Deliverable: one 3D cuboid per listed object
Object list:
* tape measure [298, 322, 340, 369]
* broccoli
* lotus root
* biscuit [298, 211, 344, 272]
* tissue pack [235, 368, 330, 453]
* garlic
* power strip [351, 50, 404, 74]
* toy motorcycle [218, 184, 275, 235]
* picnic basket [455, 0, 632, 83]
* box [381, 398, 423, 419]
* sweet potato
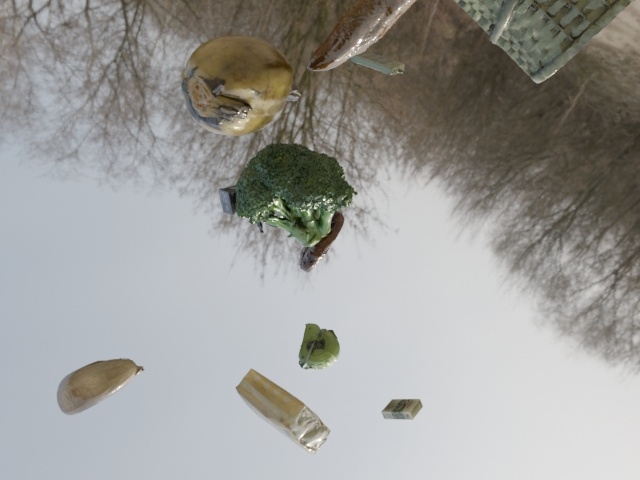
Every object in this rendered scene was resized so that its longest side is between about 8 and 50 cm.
[{"bbox_3d":[-0.005,0.391,1.845,0.153,0.088,0.178,0,-129,21],"label":"tape measure"},{"bbox_3d":[-0.062,-0.107,1.156,0.269,0.242,0.261,-35,-146,-16],"label":"broccoli"},{"bbox_3d":[-0.138,-0.306,1.002,0.182,0.183,0.310,38,-146,17],"label":"lotus root"},{"bbox_3d":[0.000,0.000,1.380,0.049,0.192,0.192,32,-155,-12],"label":"biscuit"},{"bbox_3d":[-0.096,0.440,1.308,0.222,0.090,0.186,17,150,42],"label":"tissue pack"},{"bbox_3d":[-0.490,0.311,1.094,0.087,0.195,0.101,59,176,12],"label":"garlic"},{"bbox_3d":[0.200,-0.613,1.749,0.226,0.029,0.079,33,-137,33],"label":"power strip"},{"bbox_3d":[-0.159,-0.114,1.546,0.212,0.125,0.358,-22,-157,-29],"label":"toy motorcycle"},{"bbox_3d":[0.159,-0.250,0.414,0.196,0.134,0.154,41,-142,-7],"label":"picnic basket"},{"bbox_3d":[0.190,0.394,1.184,0.054,0.083,0.024,-27,-83,-47],"label":"box"},{"bbox_3d":[0.105,-0.465,1.042,0.114,0.341,0.092,-23,-99,-50],"label":"sweet potato"}]
